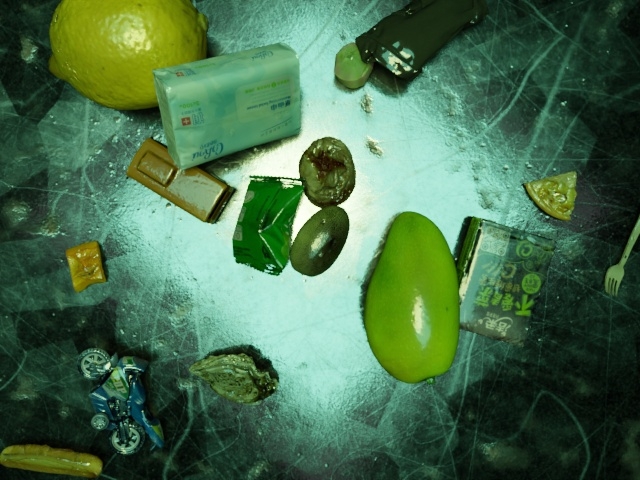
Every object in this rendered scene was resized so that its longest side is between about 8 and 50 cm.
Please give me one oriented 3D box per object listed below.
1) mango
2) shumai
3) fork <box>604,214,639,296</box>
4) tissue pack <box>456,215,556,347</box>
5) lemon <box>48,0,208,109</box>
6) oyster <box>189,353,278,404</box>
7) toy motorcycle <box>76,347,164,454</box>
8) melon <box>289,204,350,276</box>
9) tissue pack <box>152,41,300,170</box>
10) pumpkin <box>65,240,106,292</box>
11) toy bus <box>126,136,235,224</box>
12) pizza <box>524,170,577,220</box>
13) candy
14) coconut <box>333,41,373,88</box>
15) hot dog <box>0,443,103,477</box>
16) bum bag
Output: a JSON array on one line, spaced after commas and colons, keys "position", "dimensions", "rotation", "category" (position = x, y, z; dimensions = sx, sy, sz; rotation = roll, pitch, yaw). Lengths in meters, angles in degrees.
[{"position": [0.180, 0.109, 1.055], "dimensions": [0.192, 0.156, 0.343], "rotation": [-3, 77, 29], "category": "mango"}, {"position": [0.015, -0.133, 1.087], "dimensions": [0.123, 0.105, 0.139], "rotation": [0, 118, -3], "category": "shumai"}, {"position": [0.650, 0.014, 1.120], "dimensions": [0.034, 0.028, 0.219], "rotation": [22, 88, 7], "category": "fork"}, {"position": [0.367, 0.084, 1.097], "dimensions": [0.173, 0.073, 0.235], "rotation": [16, 93, 0], "category": "tissue pack"}, {"position": [-0.364, -0.373, 1.002], "dimensions": [0.320, 0.245, 0.245], "rotation": [-12, 92, 5], "category": "lemon"}, {"position": [-0.181, 0.288, 1.119], "dimensions": [0.177, 0.064, 0.125], "rotation": [35, 107, -11], "category": "oyster"}, {"position": [-0.407, 0.331, 1.107], "dimensions": [0.136, 0.092, 0.254], "rotation": [-18, 101, -8], "category": "toy motorcycle"}, {"position": [0.000, 0.000, 1.083], "dimensions": [0.099, 0.099, 0.162], "rotation": [32, 90, -1], "category": "melon"}, {"position": [-0.165, -0.255, 0.999], "dimensions": [0.263, 0.089, 0.177], "rotation": [-20, 135, -22], "category": "tissue pack"}, {"position": [-0.502, 0.057, 1.122], "dimensions": [0.073, 0.035, 0.101], "rotation": [-14, 94, 4], "category": "pumpkin"}, {"position": [-0.287, -0.121, 1.072], "dimensions": [0.201, 0.114, 0.098], "rotation": [32, 91, -1], "category": "toy bus"}, {"position": [0.501, -0.109, 1.112], "dimensions": [0.123, 0.026, 0.108], "rotation": [39, 90, -1], "category": "pizza"}, {"position": [-0.112, -0.035, 1.079], "dimensions": [0.141, 0.078, 0.203], "rotation": [11, 90, 19], "category": "candy"}, {"position": [0.067, -0.360, 1.079], "dimensions": [0.083, 0.081, 0.082], "rotation": [-7, 80, 12], "category": "coconut"}, {"position": [-0.574, 0.466, 1.132], "dimensions": [0.216, 0.047, 0.066], "rotation": [6, 129, 1], "category": "hot dog"}, {"position": [0.218, -0.431, 1.065], "dimensions": [0.326, 0.079, 0.142], "rotation": [-38, 83, -11], "category": "bum bag"}]
